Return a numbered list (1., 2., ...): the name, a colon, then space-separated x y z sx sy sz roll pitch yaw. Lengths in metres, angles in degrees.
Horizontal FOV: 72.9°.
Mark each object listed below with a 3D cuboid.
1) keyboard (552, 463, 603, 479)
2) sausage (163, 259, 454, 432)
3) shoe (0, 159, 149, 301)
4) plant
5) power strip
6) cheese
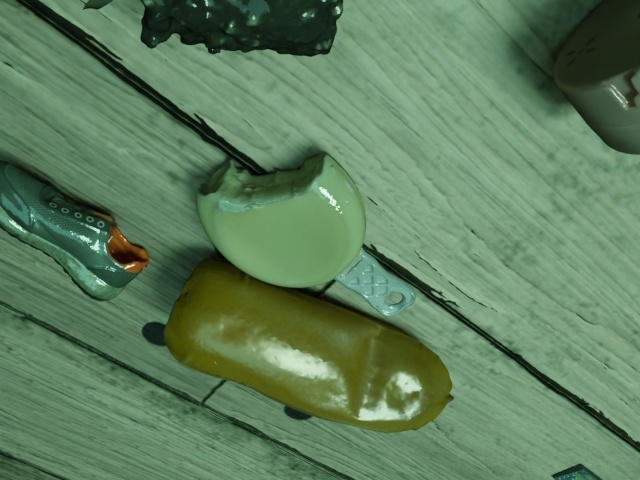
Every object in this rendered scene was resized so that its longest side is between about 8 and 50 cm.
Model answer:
1. keyboard: 0.476 0.436 0.747 0.176 0.014 0.055 39 121 -18
2. sausage: -0.004 0.138 0.525 0.353 0.134 0.116 25 154 -11
3. shoe: -0.275 -0.018 0.483 0.077 0.074 0.194 -29 119 8
4. plant: -0.080 -0.206 0.303 0.203 0.131 0.142 7 126 2
5. power strip: 0.258 -0.142 0.307 0.078 0.154 0.154 38 118 -16
6. cheese: -0.013 0.013 0.477 0.163 0.071 0.249 -23 119 18
